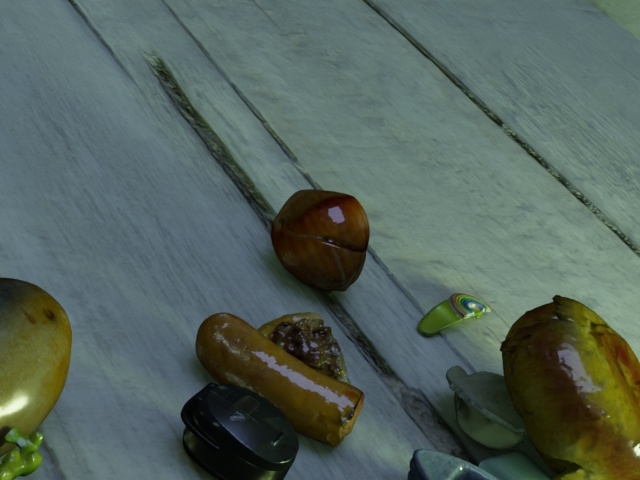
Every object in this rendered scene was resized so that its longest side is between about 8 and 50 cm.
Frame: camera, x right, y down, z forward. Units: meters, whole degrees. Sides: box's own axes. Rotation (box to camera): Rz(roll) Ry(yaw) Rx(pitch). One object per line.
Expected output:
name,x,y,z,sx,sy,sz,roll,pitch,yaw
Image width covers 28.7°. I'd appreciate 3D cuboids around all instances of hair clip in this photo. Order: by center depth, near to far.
hair clip,0.231,0.126,2.194,0.060,0.033,0.188,36,33,26

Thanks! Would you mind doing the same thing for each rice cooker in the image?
rice cooker,-0.111,0.266,1.684,0.165,0.106,0.112,28,31,16

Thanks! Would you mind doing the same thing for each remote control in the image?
remote control,0.355,0.412,1.814,0.103,0.051,0.293,-9,44,-42

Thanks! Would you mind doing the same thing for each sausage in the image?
sausage,-0.068,0.202,1.819,0.271,0.108,0.109,31,32,12

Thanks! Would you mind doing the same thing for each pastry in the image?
pastry,0.407,0.248,1.899,0.356,0.164,0.356,45,24,-27

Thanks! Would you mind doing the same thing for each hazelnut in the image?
hazelnut,0.000,0.000,2.126,0.182,0.182,0.182,17,31,-10

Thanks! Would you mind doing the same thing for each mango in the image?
mango,-0.439,0.175,1.509,0.222,0.198,0.384,13,25,11

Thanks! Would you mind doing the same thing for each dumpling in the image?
dumpling,0.257,0.258,1.944,0.150,0.092,0.176,26,30,-6

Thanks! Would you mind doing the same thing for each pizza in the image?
pizza,-0.011,0.180,1.914,0.154,0.069,0.194,-14,45,-46

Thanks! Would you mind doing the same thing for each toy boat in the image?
toy boat,0.237,0.392,1.740,0.283,0.078,0.127,34,33,18

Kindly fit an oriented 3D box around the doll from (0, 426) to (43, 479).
doll,-0.345,0.392,1.330,0.346,0.099,0.341,49,42,3
